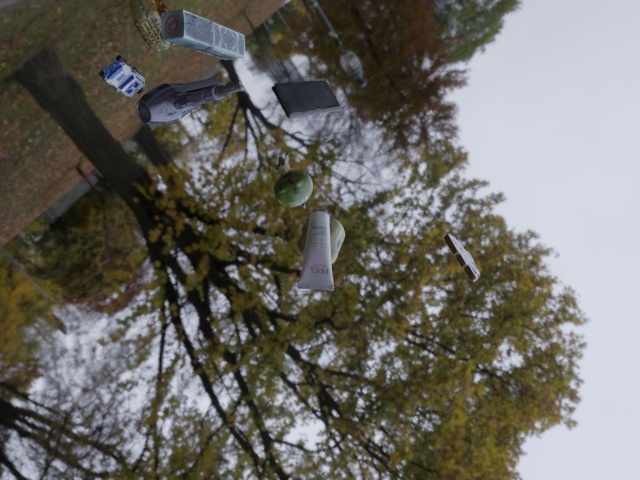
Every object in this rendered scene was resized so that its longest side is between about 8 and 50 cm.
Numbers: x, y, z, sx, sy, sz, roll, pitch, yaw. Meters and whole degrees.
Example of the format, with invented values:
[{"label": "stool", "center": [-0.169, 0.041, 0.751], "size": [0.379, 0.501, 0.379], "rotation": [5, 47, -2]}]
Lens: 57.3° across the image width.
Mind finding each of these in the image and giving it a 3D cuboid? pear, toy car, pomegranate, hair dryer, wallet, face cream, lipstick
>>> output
[{"label": "pear", "center": [0.000, 0.000, 1.852], "size": [0.167, 0.137, 0.167], "rotation": [18, 90, -84]}, {"label": "toy car", "center": [-0.559, -0.462, 1.683], "size": [0.080, 0.070, 0.171], "rotation": [-41, 174, 2]}, {"label": "pomegranate", "center": [-0.117, -0.230, 2.267], "size": [0.156, 0.220, 0.156], "rotation": [-22, 170, -4]}, {"label": "hair dryer", "center": [-0.344, -0.437, 1.757], "size": [0.361, 0.121, 0.301], "rotation": [5, -151, 41]}, {"label": "wallet", "center": [-0.039, -0.459, 1.892], "size": [0.244, 0.124, 0.025], "rotation": [-19, 167, -43]}, {"label": "face cream", "center": [-0.009, 0.027, 1.542], "size": [0.092, 0.058, 0.243], "rotation": [3, -127, -2]}, {"label": "lipstick", "center": [-0.300, -0.536, 1.544], "size": [0.076, 0.077, 0.290], "rotation": [0, -174, 23]}]

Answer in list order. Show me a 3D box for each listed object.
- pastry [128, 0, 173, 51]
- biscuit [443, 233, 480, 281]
[{"label": "pastry", "center": [-0.538, -0.711, 1.878], "size": [0.093, 0.192, 0.182], "rotation": [-18, -137, 10]}, {"label": "biscuit", "center": [0.319, 0.035, 1.330], "size": [0.019, 0.130, 0.119], "rotation": [-35, -164, 20]}]
